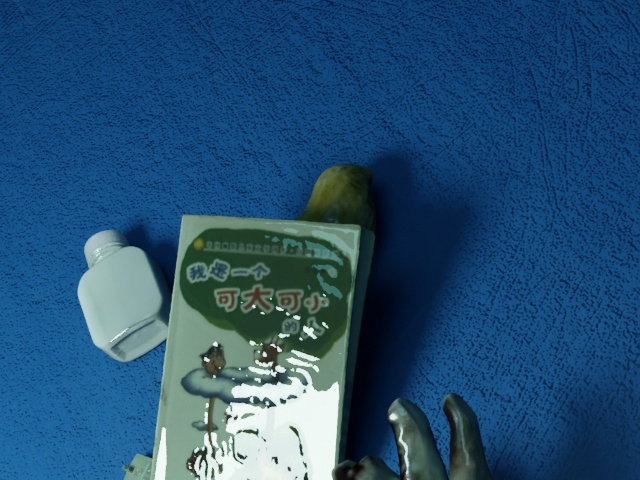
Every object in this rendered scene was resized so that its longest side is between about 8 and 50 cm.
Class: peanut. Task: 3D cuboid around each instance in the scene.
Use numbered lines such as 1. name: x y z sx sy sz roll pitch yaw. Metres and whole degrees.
1. peanut: 0.000 0.000 1.932 0.120 0.110 0.236 -10 51 56

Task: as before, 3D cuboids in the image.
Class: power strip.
1. power strip: -0.205 0.309 1.920 0.136 0.019 0.051 15 73 35

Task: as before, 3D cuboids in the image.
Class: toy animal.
1. toy animal: 0.111 0.370 1.582 0.302 0.194 0.344 -50 61 16

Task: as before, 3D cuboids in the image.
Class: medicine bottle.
1. medicine bottle: -0.273 0.071 2.070 0.119 0.069 0.183 -34 52 9

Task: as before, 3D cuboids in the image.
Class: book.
1. book: -0.077 0.157 1.836 0.260 0.043 0.370 3 84 25
